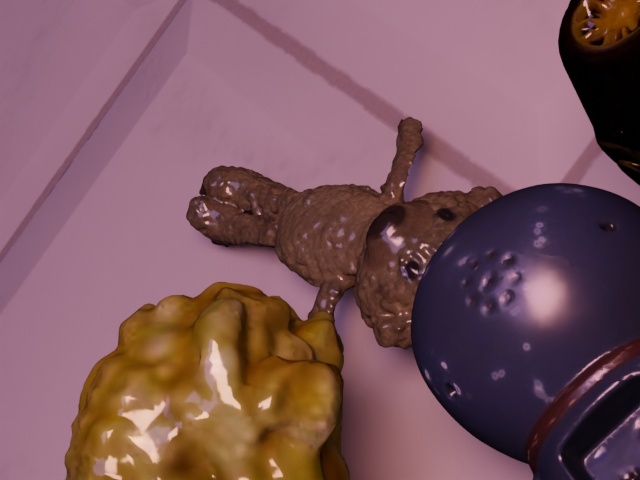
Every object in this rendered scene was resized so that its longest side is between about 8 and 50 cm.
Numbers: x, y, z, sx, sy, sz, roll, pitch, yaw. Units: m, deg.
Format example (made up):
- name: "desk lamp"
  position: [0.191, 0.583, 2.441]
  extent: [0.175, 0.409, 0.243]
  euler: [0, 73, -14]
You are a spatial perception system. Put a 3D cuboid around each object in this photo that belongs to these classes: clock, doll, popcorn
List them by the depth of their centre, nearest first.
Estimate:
- name: "clock"
  position: [0.154, 0.074, 0.652]
  extent: [0.199, 0.146, 0.243]
  euler: [-49, 52, 16]
- name: "popcorn"
  position: [-0.056, 0.170, 0.731]
  extent: [0.173, 0.225, 0.286]
  euler: [-3, 84, 7]
- name: "doll"
  position: [0.012, -0.013, 0.872]
  extent: [0.202, 0.091, 0.286]
  euler: [-38, 36, 5]

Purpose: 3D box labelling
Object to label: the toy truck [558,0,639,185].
- name: "toy truck"
  position: [0.301, -0.082, 0.546]
  extent: [0.254, 0.180, 0.405]
  euler: [-53, 37, 2]
